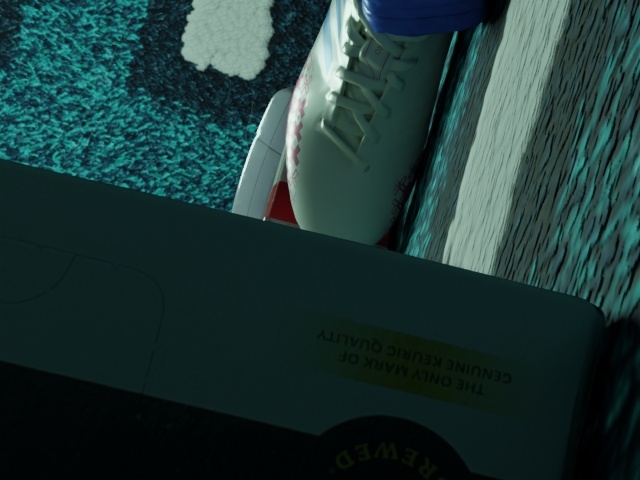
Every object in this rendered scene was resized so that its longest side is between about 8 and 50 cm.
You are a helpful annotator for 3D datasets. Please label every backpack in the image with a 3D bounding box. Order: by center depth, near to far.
[{"bbox_3d":[0.073,-0.185,0.904,0.120,0.098,0.101,-88,-12,-48],"label":"backpack"}]

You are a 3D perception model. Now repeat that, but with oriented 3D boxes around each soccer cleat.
[{"bbox_3d":[0.043,-0.146,1.049,0.143,0.116,0.331,-59,-16,-83],"label":"soccer cleat"}]

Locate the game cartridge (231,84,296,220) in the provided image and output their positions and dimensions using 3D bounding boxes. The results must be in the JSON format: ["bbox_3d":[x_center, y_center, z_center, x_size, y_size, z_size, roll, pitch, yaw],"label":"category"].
[{"bbox_3d":[-0.014,-0.056,1.528,0.198,0.062,0.297,-19,-43,-41],"label":"game cartridge"}]

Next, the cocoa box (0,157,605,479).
[{"bbox_3d":[-0.116,0.108,0.465,0.231,0.347,0.228,111,172,-76],"label":"cocoa box"}]

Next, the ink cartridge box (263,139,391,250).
[{"bbox_3d":[0.000,0.000,1.293,0.273,0.114,0.197,-79,3,-57],"label":"ink cartridge box"}]
